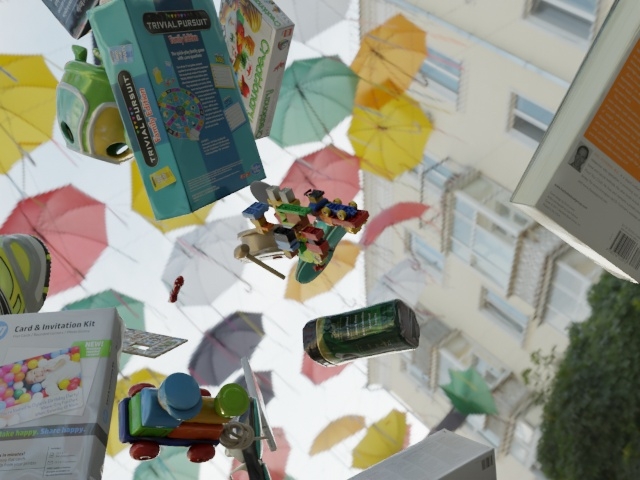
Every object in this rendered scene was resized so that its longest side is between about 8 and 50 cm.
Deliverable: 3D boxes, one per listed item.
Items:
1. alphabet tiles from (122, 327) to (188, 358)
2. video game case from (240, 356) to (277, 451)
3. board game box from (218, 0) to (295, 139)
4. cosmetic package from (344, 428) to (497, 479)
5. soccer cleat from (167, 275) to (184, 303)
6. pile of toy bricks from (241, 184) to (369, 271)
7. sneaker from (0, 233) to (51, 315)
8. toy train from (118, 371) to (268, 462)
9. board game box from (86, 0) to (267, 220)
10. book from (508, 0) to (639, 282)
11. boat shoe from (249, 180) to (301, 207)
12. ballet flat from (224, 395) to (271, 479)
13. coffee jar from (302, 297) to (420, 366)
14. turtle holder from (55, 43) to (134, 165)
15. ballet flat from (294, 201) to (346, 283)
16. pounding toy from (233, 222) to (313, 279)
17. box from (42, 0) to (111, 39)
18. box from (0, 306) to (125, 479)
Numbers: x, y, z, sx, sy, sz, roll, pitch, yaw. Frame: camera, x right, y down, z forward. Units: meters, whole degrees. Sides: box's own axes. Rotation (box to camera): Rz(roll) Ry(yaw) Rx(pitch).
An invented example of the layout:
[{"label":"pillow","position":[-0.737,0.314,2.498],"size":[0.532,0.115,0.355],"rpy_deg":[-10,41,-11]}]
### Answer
[{"label":"alphabet tiles","position":[-0.440,0.219,1.722],"size":[0.198,0.237,0.009],"rpy_deg":[-18,-63,-79]},{"label":"video game case","position":[-0.132,0.350,1.654],"size":[0.019,0.157,0.143],"rpy_deg":[-18,-46,-5]},{"label":"board game box","position":[-0.152,-0.385,1.632],"size":[0.053,0.193,0.305],"rpy_deg":[-24,-28,-30]},{"label":"cosmetic package","position":[0.119,0.333,1.032],"size":[0.239,0.098,0.061],"rpy_deg":[-16,-74,-34]},{"label":"soccer cleat","position":[-0.397,0.134,2.114],"size":[0.029,0.035,0.083],"rpy_deg":[30,-119,-31]},{"label":"pile of toy bricks","position":[-0.022,-0.004,1.138],"size":[0.118,0.212,0.105],"rpy_deg":[-40,-56,-30]},{"label":"sneaker","position":[-0.609,0.177,1.432],"size":[0.147,0.145,0.385],"rpy_deg":[9,-99,-58]},{"label":"toy train","position":[-0.145,0.245,1.092],"size":[0.248,0.105,0.143],"rpy_deg":[13,-37,-33]},{"label":"board game box","position":[-0.225,-0.229,1.283],"size":[0.254,0.079,0.336],"rpy_deg":[-35,-69,-61]},{"label":"book","position":[0.181,-0.060,0.441],"size":[0.096,0.035,0.144],"rpy_deg":[31,-93,-25]},{"label":"boat shoe","position":[-0.077,-0.074,1.323],"size":[0.100,0.035,0.035],"rpy_deg":[25,-77,-17]},{"label":"ballet flat","position":[-0.116,0.354,1.238],"size":[0.074,0.074,0.203],"rpy_deg":[-14,-86,-42]},{"label":"coffee jar","position":[0.065,0.156,1.284],"size":[0.184,0.079,0.096],"rpy_deg":[-16,-28,23]},{"label":"turtle holder","position":[-0.449,-0.285,1.736],"size":[0.228,0.320,0.243],"rpy_deg":[-70,-19,3]},{"label":"ballet flat","position":[0.000,0.000,1.891],"size":[0.083,0.087,0.247],"rpy_deg":[3,-44,-37]},{"label":"pounding toy","position":[-0.131,0.042,2.067],"size":[0.269,0.155,0.154],"rpy_deg":[-2,-12,-35]},{"label":"box","position":[-0.442,-0.626,1.388],"size":[0.293,0.212,0.395],"rpy_deg":[-46,-76,-26]},{"label":"box","position":[-0.275,0.155,0.749],"size":[0.145,0.186,0.038],"rpy_deg":[-4,-40,4]}]
